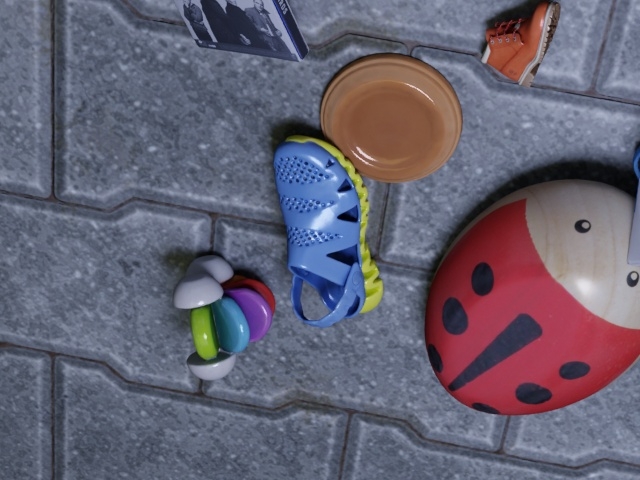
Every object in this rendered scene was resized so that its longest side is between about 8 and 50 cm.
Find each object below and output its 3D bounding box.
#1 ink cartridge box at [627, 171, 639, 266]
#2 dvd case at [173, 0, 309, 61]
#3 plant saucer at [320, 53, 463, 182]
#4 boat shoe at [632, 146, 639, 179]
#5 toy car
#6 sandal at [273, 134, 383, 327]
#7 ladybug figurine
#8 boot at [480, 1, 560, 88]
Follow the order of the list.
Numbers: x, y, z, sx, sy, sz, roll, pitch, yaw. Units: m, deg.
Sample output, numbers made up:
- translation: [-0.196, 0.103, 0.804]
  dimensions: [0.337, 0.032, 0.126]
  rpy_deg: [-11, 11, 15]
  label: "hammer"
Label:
- translation: [0.510, -0.024, 1.780]
  dimensions: [0.203, 0.086, 0.148]
  rpy_deg: [9, 86, -15]
  label: "ink cartridge box"
- translation: [-0.130, -0.331, 1.772]
  dimensions: [0.179, 0.030, 0.239]
  rpy_deg: [14, 148, 33]
  label: "dvd case"
- translation: [0.096, -0.162, 1.920]
  dimensions: [0.199, 0.037, 0.200]
  rpy_deg: [5, 124, 7]
  label: "plant saucer"
- translation: [0.531, -0.038, 1.878]
  dimensions: [0.089, 0.109, 0.258]
  rpy_deg: [-37, 112, 26]
  label: "boat shoe"
- translation: [-0.135, 0.111, 2.067]
  dimensions: [0.136, 0.182, 0.159]
  rpy_deg: [-7, 107, 10]
  label: "toy car"
- translation: [0.000, 0.000, 1.975]
  dimensions: [0.126, 0.138, 0.317]
  rpy_deg: [4, 125, 37]
  label: "sandal"
- translation: [0.296, 0.105, 1.943]
  dimensions: [0.305, 0.162, 0.449]
  rpy_deg: [43, 132, 5]
  label: "ladybug figurine"
- translation: [0.255, -0.262, 1.785]
  dimensions: [0.084, 0.059, 0.158]
  rpy_deg: [27, 151, 4]
  label: "boot"
